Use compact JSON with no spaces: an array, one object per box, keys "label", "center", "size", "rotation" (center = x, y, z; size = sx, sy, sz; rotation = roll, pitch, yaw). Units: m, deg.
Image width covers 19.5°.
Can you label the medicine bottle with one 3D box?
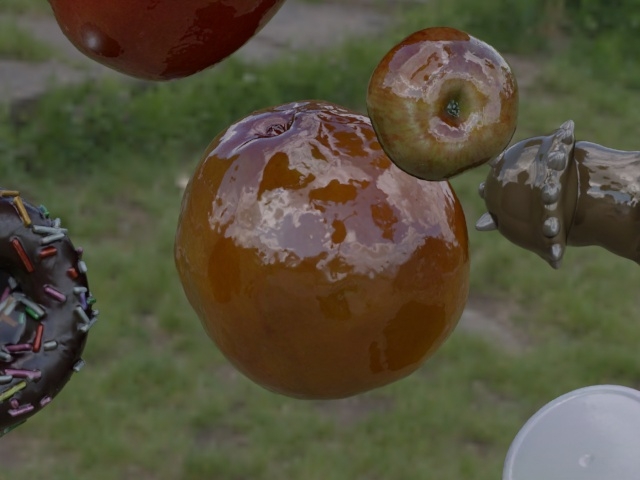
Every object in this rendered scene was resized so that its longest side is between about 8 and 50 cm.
[{"label":"medicine bottle","center":[0.348,0.322,2.060],"size":[0.241,0.302,0.241],"rotation":[-19,43,19]}]

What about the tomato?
[{"label":"tomato","center":[-0.143,-0.308,1.782],"size":[0.298,0.298,0.226],"rotation":[-8,-9,-38]}]

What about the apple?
[{"label":"apple","center":[0.100,-0.112,1.490],"size":[0.126,0.126,0.102],"rotation":[1,2,-12]}]

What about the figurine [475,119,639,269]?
[{"label":"figurine","center":[0.309,-0.050,2.254],"size":[0.247,0.177,0.173],"rotation":[27,14,24]}]

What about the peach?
[{"label":"peach","center":[0.000,0.000,2.032],"size":[0.342,0.302,0.343],"rotation":[-9,19,3]}]

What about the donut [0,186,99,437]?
[{"label":"donut","center":[-0.343,0.070,1.851],"size":[0.269,0.270,0.103],"rotation":[-8,7,-38]}]
